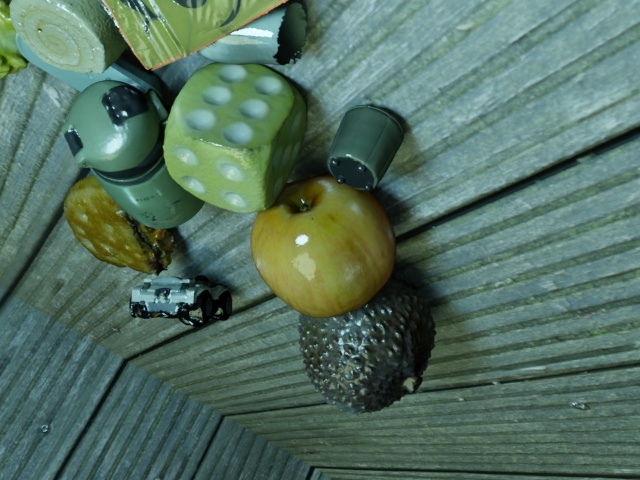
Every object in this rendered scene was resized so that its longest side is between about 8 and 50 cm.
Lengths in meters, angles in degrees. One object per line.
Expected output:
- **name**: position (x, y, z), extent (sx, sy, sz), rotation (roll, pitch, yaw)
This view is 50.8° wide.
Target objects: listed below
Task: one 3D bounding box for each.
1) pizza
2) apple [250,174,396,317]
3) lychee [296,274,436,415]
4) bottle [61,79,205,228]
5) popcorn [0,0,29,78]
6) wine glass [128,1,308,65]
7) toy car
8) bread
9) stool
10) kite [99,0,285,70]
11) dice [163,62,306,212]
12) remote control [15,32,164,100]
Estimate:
- **pizza**: position (-0.454, -0.034, 1.533), extent (0.278, 0.114, 0.409), rotation (29, 152, -5)
- **apple**: position (0.000, 0.000, 1.132), extent (0.242, 0.242, 0.241), rotation (12, 148, 22)
- **lychee**: position (0.084, 0.199, 1.333), extent (0.300, 0.300, 0.300), rotation (19, 151, 11)
- **bottle**: position (-0.293, -0.137, 1.102), extent (0.169, 0.168, 0.347), rotation (21, 168, 7)
- **popcorn**: position (-0.549, -0.318, 1.054), extent (0.174, 0.195, 0.168), rotation (-11, 127, 40)
- **wine glass**: position (-0.134, -0.284, 0.888), extent (0.222, 0.103, 0.103), rotation (14, 149, 20)
- **toy car**: position (-0.334, 0.143, 1.650), extent (0.193, 0.117, 0.301), rotation (0, 178, 12)
- **bread**: position (-0.330, -0.322, 0.938), extent (0.148, 0.141, 0.134), rotation (16, 146, 14)
- **stool**: position (0.063, -0.133, 0.974), extent (0.096, 0.110, 0.096), rotation (20, 155, 10)
- **kite**: position (-0.168, -0.352, 0.779), extent (0.328, 0.013, 0.377), rotation (27, 132, 6)
- **dice**: position (-0.126, -0.156, 1.022), extent (0.166, 0.169, 0.169), rotation (20, 151, 8)
- **remote control**: position (-0.361, -0.274, 1.079), extent (0.104, 0.052, 0.247), rotation (-17, 145, 39)
